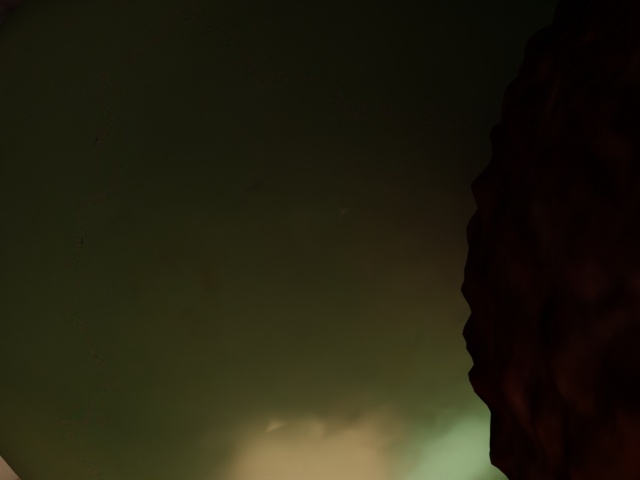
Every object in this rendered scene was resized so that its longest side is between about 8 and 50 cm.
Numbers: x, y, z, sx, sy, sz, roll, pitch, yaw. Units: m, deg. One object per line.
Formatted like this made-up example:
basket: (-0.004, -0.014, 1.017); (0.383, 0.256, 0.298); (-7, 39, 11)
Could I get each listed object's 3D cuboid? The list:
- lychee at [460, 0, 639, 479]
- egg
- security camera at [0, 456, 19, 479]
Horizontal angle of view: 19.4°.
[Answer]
lychee: (0.156, 0.027, 0.412); (0.260, 0.261, 0.260); (-9, 172, -1)
egg: (0.000, 0.000, 0.594); (0.220, 0.220, 0.269); (-13, 176, 30)
security camera: (-0.188, 0.026, 0.706); (0.236, 0.195, 0.194); (-10, 172, -12)
